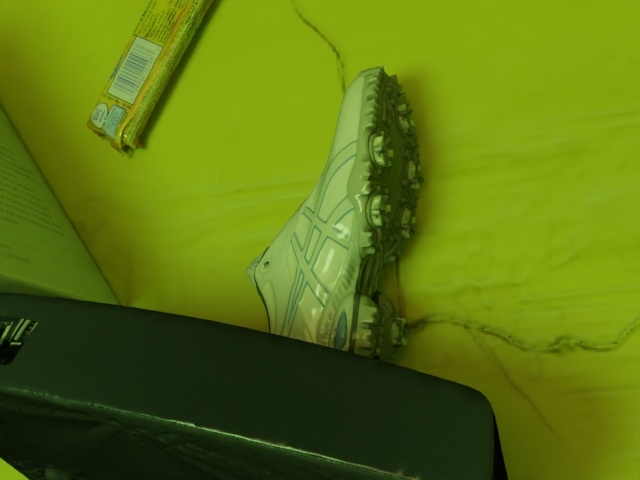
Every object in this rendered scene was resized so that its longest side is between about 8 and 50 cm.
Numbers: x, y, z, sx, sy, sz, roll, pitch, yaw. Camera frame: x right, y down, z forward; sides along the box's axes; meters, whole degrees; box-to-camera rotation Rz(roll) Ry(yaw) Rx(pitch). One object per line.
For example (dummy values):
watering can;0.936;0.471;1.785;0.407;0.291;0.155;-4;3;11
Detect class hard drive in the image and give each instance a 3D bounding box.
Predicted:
hard drive;-0.041;0.088;0.487;0.255;0.172;0.054;9;63;19

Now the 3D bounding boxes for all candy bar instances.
candy bar;-0.081;-0.122;0.621;0.040;0.018;0.161;27;89;25

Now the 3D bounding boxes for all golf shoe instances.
golf shoe;0.000;0.000;0.544;0.086;0.069;0.176;2;77;26

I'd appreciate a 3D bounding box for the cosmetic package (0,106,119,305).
cosmetic package;-0.233;-0.002;0.575;0.151;0.151;0.183;-37;70;8
